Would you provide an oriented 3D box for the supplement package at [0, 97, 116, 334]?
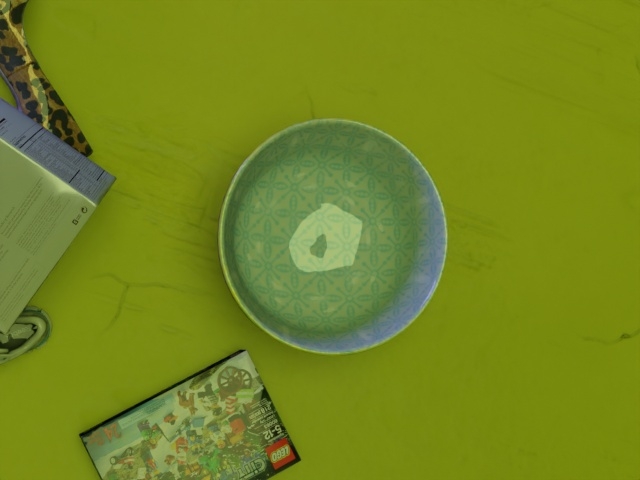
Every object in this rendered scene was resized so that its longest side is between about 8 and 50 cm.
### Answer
[{"bbox_3d":[-0.383,-0.042,1.508,0.203,0.149,0.194,36,102,-9],"label":"supplement package"}]

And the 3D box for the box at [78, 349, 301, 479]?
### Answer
[{"bbox_3d":[-0.162,0.259,1.622,0.233,0.044,0.159,-27,92,-14],"label":"box"}]

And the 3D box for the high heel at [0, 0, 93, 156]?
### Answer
[{"bbox_3d":[-0.335,-0.231,1.593,0.186,0.093,0.261,20,91,-11],"label":"high heel"}]

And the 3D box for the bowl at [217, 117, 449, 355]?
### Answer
[{"bbox_3d":[0.000,0.000,1.626,0.289,0.156,0.290,1,86,-15],"label":"bowl"}]

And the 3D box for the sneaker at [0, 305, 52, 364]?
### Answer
[{"bbox_3d":[-0.414,0.130,1.551,0.190,0.083,0.071,-27,94,-13],"label":"sneaker"}]
